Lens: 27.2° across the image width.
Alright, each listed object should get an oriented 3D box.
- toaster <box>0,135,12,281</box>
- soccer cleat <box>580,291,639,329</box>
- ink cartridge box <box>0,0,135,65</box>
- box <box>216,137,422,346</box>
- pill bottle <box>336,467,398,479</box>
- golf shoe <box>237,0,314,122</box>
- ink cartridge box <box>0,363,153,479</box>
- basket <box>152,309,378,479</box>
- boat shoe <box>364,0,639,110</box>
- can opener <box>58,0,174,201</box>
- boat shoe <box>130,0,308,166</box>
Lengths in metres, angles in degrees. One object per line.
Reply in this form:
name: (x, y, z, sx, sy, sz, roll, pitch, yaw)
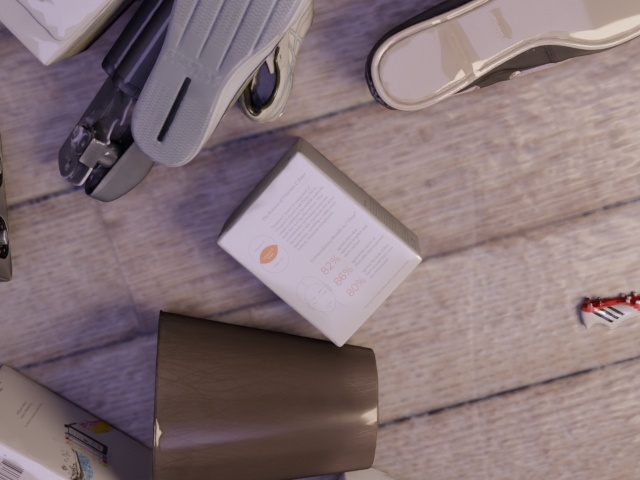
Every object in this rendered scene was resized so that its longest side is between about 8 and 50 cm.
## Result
toaster: (-0.416, -0.035, 1.350, 0.185, 0.110, 0.168, -6, 83, 2)
soccer cleat: (0.320, 0.077, 1.415, 0.083, 0.029, 0.036, -5, 112, 6)
ink cartridge box: (-0.248, -0.262, 1.276, 0.127, 0.176, 0.128, -43, 99, 11)
box: (0.000, 0.000, 1.374, 0.170, 0.091, 0.130, 41, 102, -8)
pill bottle: (0.009, 0.384, 1.435, 0.152, 0.152, 0.272, 27, 102, -4)
golf shoe: (-0.046, -0.202, 1.331, 0.069, 0.086, 0.176, 7, 103, 2)
ink cartridge box: (-0.297, 0.281, 1.412, 0.232, 0.168, 0.171, 31, 103, -5)
basket: (-0.059, 0.175, 1.385, 0.227, 0.154, 0.204, 2, 60, -5)
boat shoe: (0.201, -0.221, 1.325, 0.335, 0.095, 0.112, -21, 100, 2)
can opener: (-0.172, -0.167, 1.363, 0.095, 0.076, 0.283, 28, 105, -38)
boat shoe: (-0.089, -0.202, 1.243, 0.109, 0.094, 0.302, 35, 124, -4)
